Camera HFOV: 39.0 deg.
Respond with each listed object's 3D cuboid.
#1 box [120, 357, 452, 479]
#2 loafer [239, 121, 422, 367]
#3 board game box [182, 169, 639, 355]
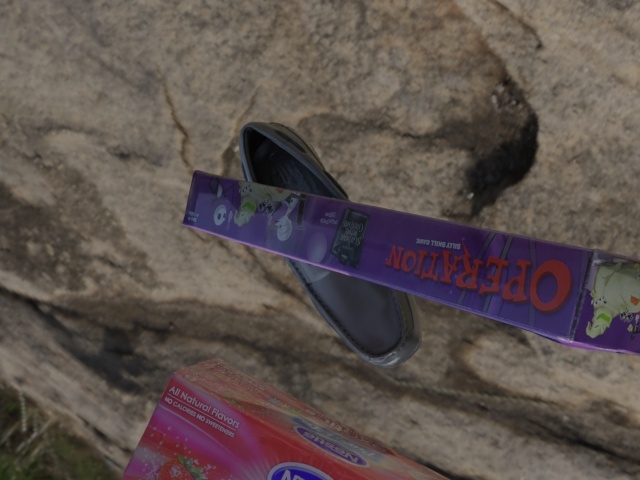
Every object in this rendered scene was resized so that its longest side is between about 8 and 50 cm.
[{"bbox_3d":[-0.015,0.240,0.805,0.300,0.154,0.142,27,-178,9],"label":"box"},{"bbox_3d":[0.000,0.000,0.999,0.319,0.112,0.111,55,-168,23],"label":"loafer"},{"bbox_3d":[0.085,0.012,0.569,0.208,0.056,0.347,17,179,-37],"label":"board game box"}]
